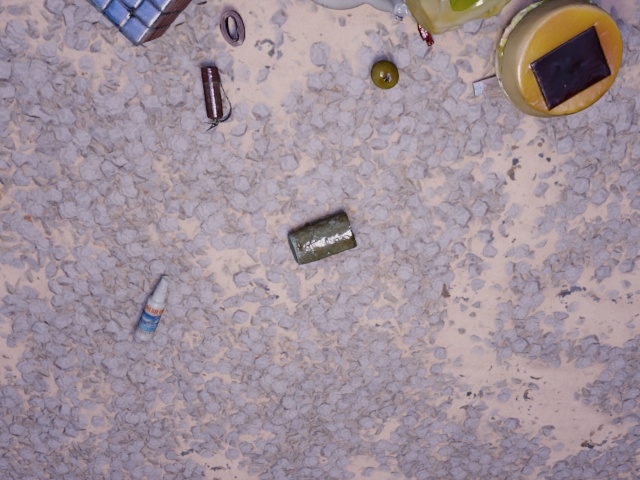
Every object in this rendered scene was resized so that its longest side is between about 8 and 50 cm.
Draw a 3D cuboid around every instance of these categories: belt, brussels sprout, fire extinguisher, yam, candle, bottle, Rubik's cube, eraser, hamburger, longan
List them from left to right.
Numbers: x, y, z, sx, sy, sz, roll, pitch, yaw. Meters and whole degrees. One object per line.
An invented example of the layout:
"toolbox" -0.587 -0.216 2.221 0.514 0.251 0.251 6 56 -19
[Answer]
"Rubik's cube" -0.394 -0.599 1.155 0.237 0.238 0.237 -43 110 14
"bottle" -0.496 0.200 1.599 0.060 0.060 0.217 22 109 -12
"fire extinguisher" -0.268 -0.365 1.372 0.078 0.045 0.157 -12 114 -21
"belt" -0.216 -0.519 1.309 0.059 0.036 0.083 -10 113 3
"yam" 0.000 0.000 1.508 0.194 0.107 0.107 -20 113 7
"longan" 0.163 -0.415 1.346 0.075 0.083 0.075 1 123 1
"candle" 0.238 -0.560 1.321 0.026 0.021 0.167 -28 112 8
"brussels sprout" 0.331 -0.620 1.165 0.343 0.268 0.344 -3 120 -5
"eraser" 0.442 -0.407 1.397 0.083 0.019 0.038 -16 115 4
"hamburger" 0.573 -0.446 1.301 0.299 0.176 0.301 -2 113 -4

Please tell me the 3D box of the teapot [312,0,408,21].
"teapot" 0.041 -0.631 1.131 0.252 0.280 0.424 -41 97 16
